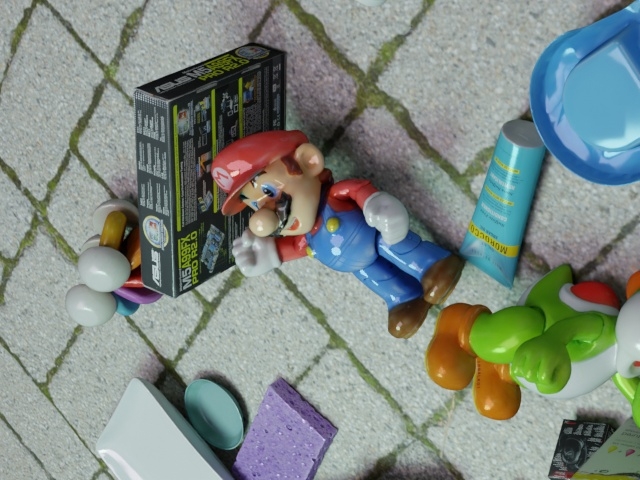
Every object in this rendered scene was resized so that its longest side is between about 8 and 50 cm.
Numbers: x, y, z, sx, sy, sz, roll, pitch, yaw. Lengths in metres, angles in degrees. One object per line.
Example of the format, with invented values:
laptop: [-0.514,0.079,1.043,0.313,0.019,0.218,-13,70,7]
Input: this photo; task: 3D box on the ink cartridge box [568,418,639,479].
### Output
ink cartridge box: [0.358,0.330,1.367,0.171,0.233,0.168,9,117,38]

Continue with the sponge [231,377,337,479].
sponge: [-0.056,0.310,1.865,0.117,0.031,0.210,40,133,19]

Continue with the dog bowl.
dog bowl: [0.340,-0.170,1.240,0.297,0.074,0.166,-33,88,45]

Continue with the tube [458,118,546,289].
tube: [0.208,-0.040,1.445,0.080,0.052,0.207,41,140,31]

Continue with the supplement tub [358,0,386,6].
supplement tub: [0.075,-0.316,1.399,0.071,0.071,0.107,53,134,7]

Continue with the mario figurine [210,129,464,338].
mario figurine: [0.000,0.000,1.519,0.321,0.170,0.198,35,99,0]

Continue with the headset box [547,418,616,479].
headset box: [0.305,0.253,1.481,0.062,0.083,0.032,-2,149,41]

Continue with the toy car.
toy car: [-0.288,0.041,1.871,0.136,0.159,0.182,18,131,-11]

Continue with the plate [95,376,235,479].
plate: [-0.231,0.369,2.024,0.278,0.045,0.277,48,142,11]

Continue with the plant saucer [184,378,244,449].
plant saucer: [-0.156,0.260,1.933,0.119,0.021,0.119,19,123,33]

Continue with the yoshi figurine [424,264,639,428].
yoshi figurine: [0.299,0.149,1.357,0.362,0.203,0.203,-9,107,39]

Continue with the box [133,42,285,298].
box: [-0.134,-0.090,1.595,0.060,0.216,0.270,22,125,33]
